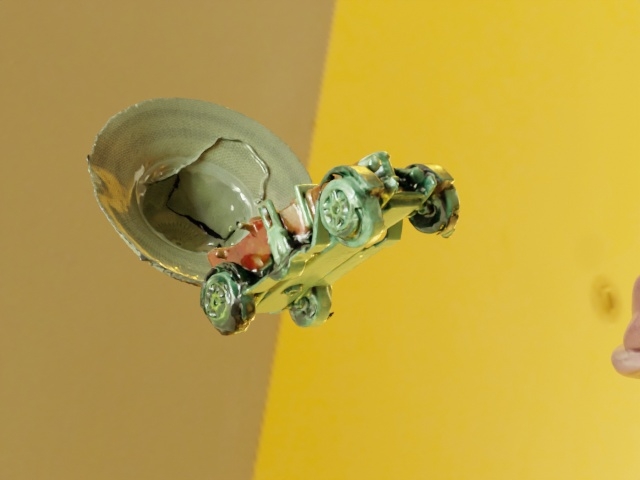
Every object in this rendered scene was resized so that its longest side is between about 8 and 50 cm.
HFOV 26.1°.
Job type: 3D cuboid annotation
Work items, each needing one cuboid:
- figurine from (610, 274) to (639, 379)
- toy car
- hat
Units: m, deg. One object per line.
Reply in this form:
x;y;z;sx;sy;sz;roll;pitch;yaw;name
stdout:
0.147;0.019;0.347;0.157;0.126;0.114;-52;-28;-32;figurine
0.000;0.000;0.678;0.073;0.143;0.054;-4;-114;-41;toy car
-0.132;-0.020;1.418;0.252;0.110;0.252;14;-132;-16;hat
